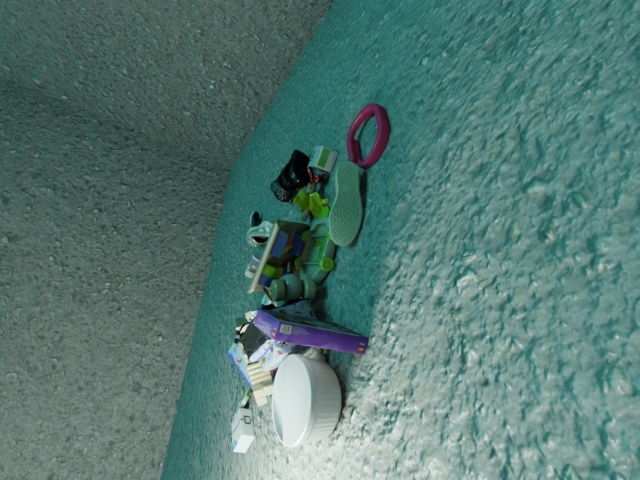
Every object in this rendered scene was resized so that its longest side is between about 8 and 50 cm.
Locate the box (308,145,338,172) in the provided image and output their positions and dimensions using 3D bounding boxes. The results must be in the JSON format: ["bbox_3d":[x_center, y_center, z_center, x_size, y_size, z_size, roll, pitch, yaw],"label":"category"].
[{"bbox_3d":[0.011,-0.374,1.877,0.102,0.087,0.101,26,96,65],"label":"box"}]

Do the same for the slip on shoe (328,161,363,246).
[{"bbox_3d":[0.096,-0.130,1.515,0.101,0.123,0.331,82,-169,-68],"label":"slip on shoe"}]

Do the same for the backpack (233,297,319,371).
[{"bbox_3d":[-0.131,0.325,1.451,0.213,0.263,0.276,58,138,12],"label":"backpack"}]

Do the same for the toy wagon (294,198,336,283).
[{"bbox_3d":[0.000,0.000,1.650,0.267,0.068,0.344,-4,68,64],"label":"toy wagon"}]

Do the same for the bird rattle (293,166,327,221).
[{"bbox_3d":[-0.058,-0.204,1.865,0.207,0.143,0.253,111,165,-47],"label":"bird rattle"}]

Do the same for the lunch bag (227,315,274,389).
[{"bbox_3d":[-0.275,0.512,1.802,0.221,0.138,0.293,-62,38,15],"label":"lunch bag"}]

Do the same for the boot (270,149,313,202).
[{"bbox_3d":[-0.157,-0.298,2.118,0.260,0.131,0.348,-50,20,25],"label":"boot"}]

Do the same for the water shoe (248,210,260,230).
[{"bbox_3d":[-0.411,-0.098,2.621,0.080,0.073,0.203,-11,65,39],"label":"water shoe"}]

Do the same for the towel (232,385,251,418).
[{"bbox_3d":[-0.359,0.739,1.883,0.152,0.023,0.113,-63,8,17],"label":"towel"}]

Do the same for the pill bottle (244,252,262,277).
[{"bbox_3d":[-0.379,0.146,2.334,0.137,0.078,0.078,-60,26,24],"label":"pill bottle"}]

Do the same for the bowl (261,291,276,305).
[{"bbox_3d":[-0.225,0.292,1.897,0.170,0.080,0.170,-45,36,45],"label":"bowl"}]

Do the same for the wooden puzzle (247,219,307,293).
[{"bbox_3d":[-0.161,0.076,1.770,0.322,0.080,0.348,-68,-16,8],"label":"wooden puzzle"}]

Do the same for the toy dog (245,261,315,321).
[{"bbox_3d":[-0.146,0.205,1.622,0.334,0.220,0.161,-37,49,40],"label":"toy dog"}]

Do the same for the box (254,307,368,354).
[{"bbox_3d":[-0.032,0.275,1.231,0.201,0.293,0.057,4,79,66],"label":"box"}]

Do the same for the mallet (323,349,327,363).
[{"bbox_3d":[0.013,0.379,1.384,0.062,0.039,0.189,-27,53,56],"label":"mallet"}]

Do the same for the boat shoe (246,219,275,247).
[{"bbox_3d":[-0.346,-0.019,2.348,0.320,0.118,0.103,-24,46,50],"label":"boat shoe"}]

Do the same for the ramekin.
[{"bbox_3d":[-0.043,0.496,1.272,0.273,0.127,0.272,-33,50,52],"label":"ramekin"}]

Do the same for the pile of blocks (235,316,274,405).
[{"bbox_3d":[-0.252,0.480,1.679,0.149,0.113,0.362,120,134,-77],"label":"pile of blocks"}]

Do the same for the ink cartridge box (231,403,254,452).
[{"bbox_3d":[-0.343,0.816,1.781,0.104,0.060,0.180,-63,25,18],"label":"ink cartridge box"}]

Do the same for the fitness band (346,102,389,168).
[{"bbox_3d":[0.184,-0.408,1.586,0.209,0.054,0.290,-47,34,38],"label":"fitness band"}]
